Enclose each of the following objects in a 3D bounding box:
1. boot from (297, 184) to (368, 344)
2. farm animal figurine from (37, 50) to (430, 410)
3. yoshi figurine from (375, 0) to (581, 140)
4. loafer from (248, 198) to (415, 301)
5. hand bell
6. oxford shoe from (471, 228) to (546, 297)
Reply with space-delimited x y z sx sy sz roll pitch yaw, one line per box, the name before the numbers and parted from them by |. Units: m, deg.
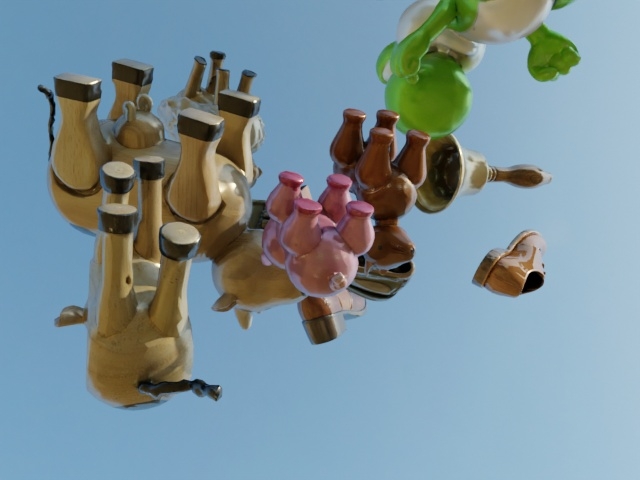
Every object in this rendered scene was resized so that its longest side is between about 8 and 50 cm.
boot | -0.008 0.033 1.361 0.096 0.264 0.280 -15 -85 27
farm animal figurine | -0.090 -0.011 0.517 0.330 0.327 0.172 -24 -46 -50
yoshi figurine | 0.186 -0.230 0.820 0.203 0.362 0.203 46 -119 -8
loafer | 0.000 0.000 0.923 0.268 0.084 0.096 21 -115 -13
hand bell | 0.263 -0.099 1.063 0.242 0.126 0.126 0 -66 -30
oxford shoe | 0.288 0.040 0.997 0.076 0.212 0.076 31 -60 23
